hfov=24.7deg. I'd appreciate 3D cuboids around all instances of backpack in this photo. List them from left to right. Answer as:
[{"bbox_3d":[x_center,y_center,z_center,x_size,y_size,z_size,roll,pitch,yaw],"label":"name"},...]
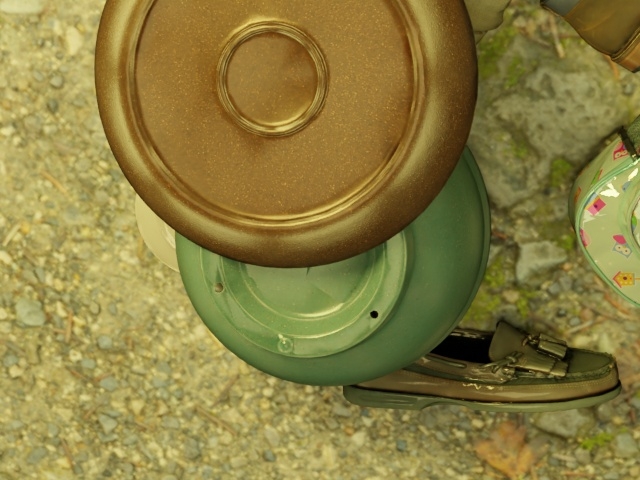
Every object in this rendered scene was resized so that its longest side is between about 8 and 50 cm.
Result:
[{"bbox_3d":[0.318,-0.028,1.297,0.188,0.144,0.166,-38,107,21],"label":"backpack"}]

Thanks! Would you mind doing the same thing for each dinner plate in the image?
[{"bbox_3d":[-0.111,-0.025,1.414,0.141,0.017,0.141,3,112,6],"label":"dinner plate"}]

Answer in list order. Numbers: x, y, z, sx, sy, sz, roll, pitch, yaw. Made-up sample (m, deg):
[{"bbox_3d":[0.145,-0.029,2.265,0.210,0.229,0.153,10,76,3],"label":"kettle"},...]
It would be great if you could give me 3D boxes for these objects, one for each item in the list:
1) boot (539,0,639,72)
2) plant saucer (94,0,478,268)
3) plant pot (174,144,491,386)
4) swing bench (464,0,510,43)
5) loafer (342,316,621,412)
[{"bbox_3d":[0.277,-0.251,1.223,0.106,0.082,0.219,26,118,-7],"label":"boot"},{"bbox_3d":[-0.034,-0.126,1.139,0.311,0.050,0.310,2,101,10],"label":"plant saucer"},{"bbox_3d":[0.000,0.000,1.280,0.293,0.196,0.293,1,97,8],"label":"plant pot"},{"bbox_3d":[0.108,-0.320,1.183,0.255,0.165,0.253,38,112,-3],"label":"swing bench"},{"bbox_3d":[0.151,0.114,1.397,0.267,0.096,0.084,-2,104,9],"label":"loafer"}]
